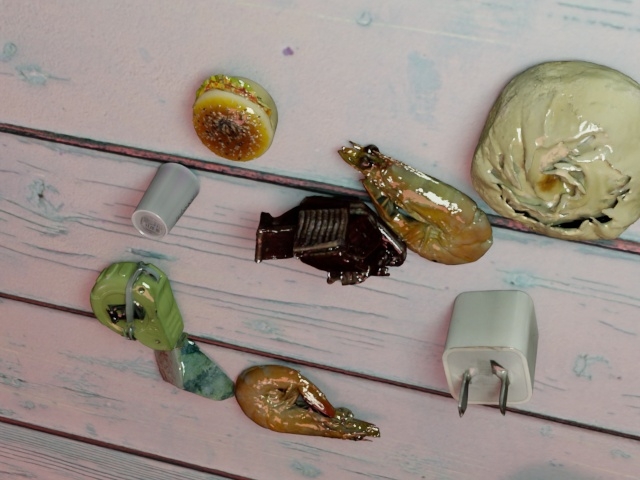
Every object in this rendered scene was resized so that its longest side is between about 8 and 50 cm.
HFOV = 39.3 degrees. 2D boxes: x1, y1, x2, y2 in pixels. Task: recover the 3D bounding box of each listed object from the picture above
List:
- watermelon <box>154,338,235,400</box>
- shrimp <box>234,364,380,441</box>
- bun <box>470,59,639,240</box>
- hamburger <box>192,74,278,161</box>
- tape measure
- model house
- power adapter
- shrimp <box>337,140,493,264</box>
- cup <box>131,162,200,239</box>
[{"bbox_3d":[-0.240,0.255,1.694,0.180,0.081,0.094,36,155,-5],"label":"watermelon"},{"bbox_3d":[-0.025,0.301,1.656,0.287,0.063,0.152,10,118,13],"label":"shrimp"},{"bbox_3d":[0.323,-0.098,1.157,0.259,0.152,0.259,10,128,13],"label":"bun"},{"bbox_3d":[-0.123,-0.175,1.284,0.126,0.081,0.141,24,132,-1],"label":"hamburger"},{"bbox_3d":[-0.327,0.110,1.578,0.154,0.087,0.177,3,126,17],"label":"tape measure"},{"bbox_3d":[-0.002,0.008,1.323,0.203,0.164,0.141,-2,116,37],"label":"model house"},{"bbox_3d":[0.258,0.188,1.371,0.130,0.205,0.125,-2,127,22],"label":"power adapter"},{"bbox_3d":[0.132,-0.054,1.318,0.267,0.061,0.145,34,139,-13],"label":"shrimp"},{"bbox_3d":[-0.244,-0.051,1.408,0.074,0.116,0.104,21,138,3],"label":"cup"}]
